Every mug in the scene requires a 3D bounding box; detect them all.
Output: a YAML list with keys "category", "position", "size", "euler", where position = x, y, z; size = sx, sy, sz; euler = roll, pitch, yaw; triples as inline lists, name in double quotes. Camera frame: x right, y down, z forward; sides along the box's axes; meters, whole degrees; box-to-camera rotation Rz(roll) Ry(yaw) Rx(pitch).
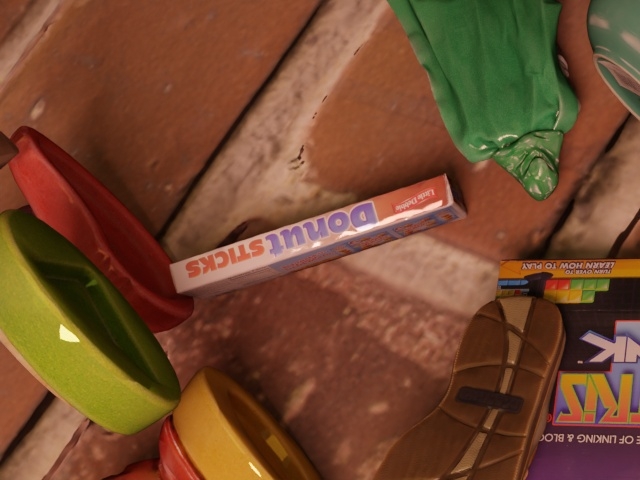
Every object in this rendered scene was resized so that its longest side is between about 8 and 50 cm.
- category: "mug"
  position: [0.218, -0.112, 0.968]
  size: [0.097, 0.158, 0.129]
  euler: [-44, 78, -2]

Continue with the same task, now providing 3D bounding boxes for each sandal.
- category: "sandal"
  position: [0.084, 0.107, 0.883]
  size: [0.072, 0.049, 0.180]
  euler: [13, 54, 26]

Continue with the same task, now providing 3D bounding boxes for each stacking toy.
- category: "stacking toy"
  position: [-0.155, 0.066, 0.934]
  size: [0.130, 0.279, 0.309]
  euler: [-42, 53, 6]

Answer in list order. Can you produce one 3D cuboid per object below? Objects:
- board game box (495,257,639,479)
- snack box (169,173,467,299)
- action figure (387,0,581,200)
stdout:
- category: "board game box"
  position: [0.175, 0.080, 0.911]
  size: [0.170, 0.048, 0.141]
  euler: [-2, 60, 24]
- category: "snack box"
  position: [0.000, 0.000, 1.021]
  size: [0.178, 0.064, 0.022]
  euler: [-18, 79, 10]
- category: "action figure"
  position: [0.110, -0.119, 1.048]
  size: [0.137, 0.063, 0.232]
  euler: [-20, 51, 10]
